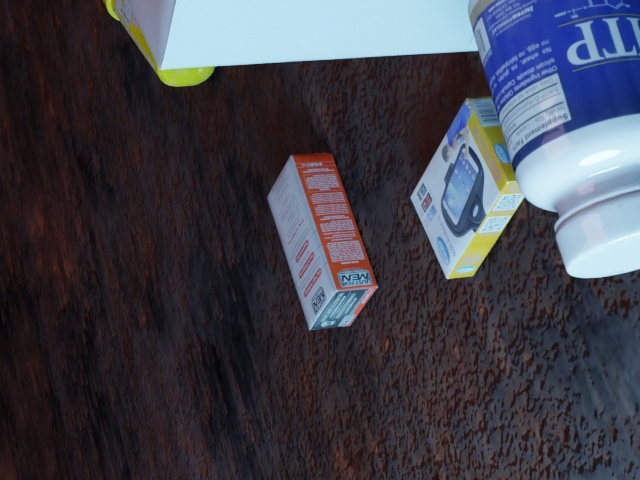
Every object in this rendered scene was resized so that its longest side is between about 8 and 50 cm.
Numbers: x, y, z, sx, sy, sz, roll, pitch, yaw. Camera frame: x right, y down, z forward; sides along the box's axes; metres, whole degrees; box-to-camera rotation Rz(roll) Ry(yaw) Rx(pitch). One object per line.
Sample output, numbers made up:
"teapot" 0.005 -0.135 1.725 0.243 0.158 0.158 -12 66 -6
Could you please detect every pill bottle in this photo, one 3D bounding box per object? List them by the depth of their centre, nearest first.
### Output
"pill bottle" 0.166 -0.078 0.994 0.112 0.112 0.186 -44 56 58

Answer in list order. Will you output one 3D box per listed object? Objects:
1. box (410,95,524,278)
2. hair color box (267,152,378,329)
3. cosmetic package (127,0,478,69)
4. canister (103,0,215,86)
"box" 0.109 -0.034 1.216 0.136 0.028 0.081 -61 42 46
"hair color box" 0.000 0.000 1.427 0.072 0.043 0.141 123 136 -52
"cosmetic package" -0.032 -0.281 1.168 0.377 0.284 0.097 64 147 38
"canister" -0.163 -0.252 1.684 0.170 0.073 0.126 54 141 44
